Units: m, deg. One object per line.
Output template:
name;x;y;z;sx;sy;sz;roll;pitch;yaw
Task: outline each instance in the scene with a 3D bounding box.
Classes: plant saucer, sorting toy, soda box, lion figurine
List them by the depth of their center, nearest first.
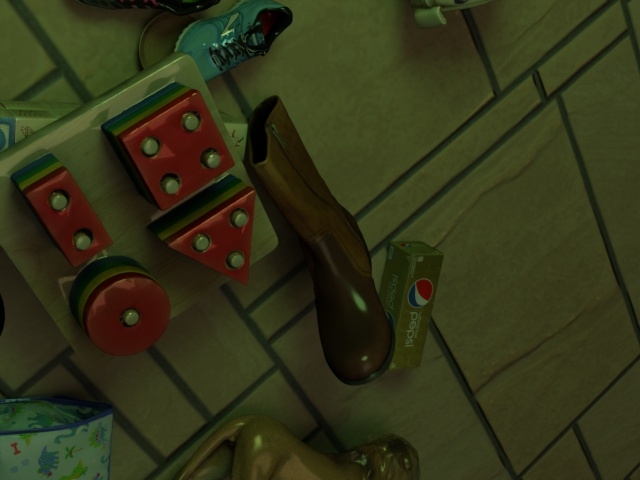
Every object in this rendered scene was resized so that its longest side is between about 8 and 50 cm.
sorting toy;-0.178;-0.016;0.887;0.257;0.089;0.255;-35;125;-17
plant saucer;-0.166;-0.216;0.972;0.083;0.015;0.083;-13;116;-28
lion figurine;-0.032;0.334;1.211;0.392;0.142;0.240;34;82;-33
soda box;0.123;0.095;1.261;0.061;0.058;0.181;-1;110;-33

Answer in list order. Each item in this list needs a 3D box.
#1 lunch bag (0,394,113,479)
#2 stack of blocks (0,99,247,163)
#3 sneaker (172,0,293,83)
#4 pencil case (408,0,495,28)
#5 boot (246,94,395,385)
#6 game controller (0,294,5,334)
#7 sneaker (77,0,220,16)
lunch bag;-0.321;0.254;1.013;0.151;0.096;0.128;1;109;-23
stack of blocks;-0.238;-0.057;0.944;0.297;0.087;0.171;-2;111;-32
sneaker;-0.095;-0.224;0.961;0.162;0.073;0.063;-45;131;-24
pencil case;0.151;-0.461;0.986;0.184;0.160;0.410;-25;121;-22
boot;0.000;0.000;1.022;0.096;0.264;0.280;-14;132;17
game controller;-0.398;-0.005;0.769;0.167;0.067;0.319;-26;123;-27
sneaker;-0.175;-0.269;0.906;0.171;0.075;0.063;-6;112;-31
